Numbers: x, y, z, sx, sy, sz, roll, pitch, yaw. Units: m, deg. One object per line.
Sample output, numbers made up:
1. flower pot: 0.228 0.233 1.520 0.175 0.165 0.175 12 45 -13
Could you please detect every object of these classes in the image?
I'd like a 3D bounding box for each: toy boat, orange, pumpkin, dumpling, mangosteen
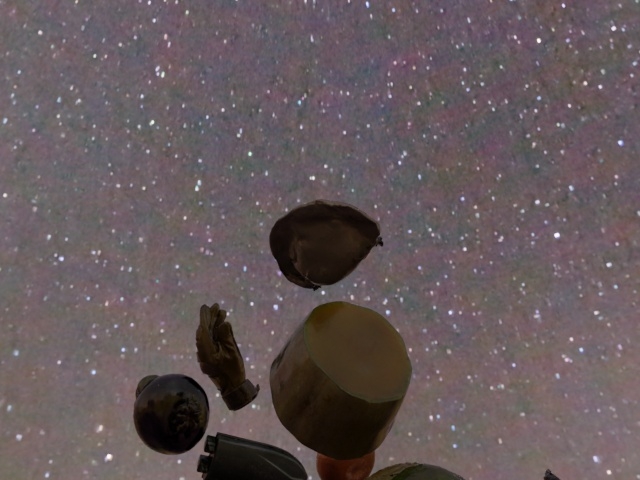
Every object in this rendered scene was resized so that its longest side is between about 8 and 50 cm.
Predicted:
1. toy boat: -0.184 0.640 1.705 0.319 0.092 0.141 18 -83 -14
2. orange: 0.084 0.772 2.137 0.223 0.170 0.224 -8 -75 -31
3. pumpkin: 0.060 0.302 1.368 0.332 0.333 0.199 12 -43 -16
4. dumpling: 0.011 -0.001 1.449 0.293 0.163 0.205 -38 -93 33
5. mangosteen: -0.418 0.475 1.665 0.242 0.243 0.243 -1 -41 -1

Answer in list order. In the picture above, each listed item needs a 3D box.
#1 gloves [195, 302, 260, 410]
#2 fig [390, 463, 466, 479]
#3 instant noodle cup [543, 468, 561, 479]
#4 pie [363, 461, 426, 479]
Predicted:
1. gloves: -0.302 0.352 1.821 0.141 0.331 0.154 -24 1 -8
2. fig: 0.189 0.448 0.892 0.203 0.203 0.235 17 -12 -21
3. instant noodle cup: 0.528 0.673 1.354 0.207 0.217 0.217 -44 -48 -4
4. pie: 0.135 0.573 1.316 0.308 0.086 0.308 -17 -36 -13
